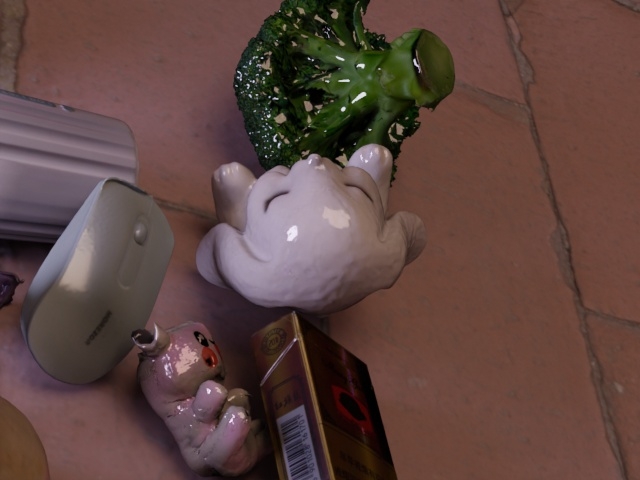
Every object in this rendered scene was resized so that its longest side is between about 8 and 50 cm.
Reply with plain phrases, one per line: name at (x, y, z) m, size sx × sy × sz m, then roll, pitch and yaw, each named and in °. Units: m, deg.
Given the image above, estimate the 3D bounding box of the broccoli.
broccoli at (0.042, -0.192, 2.030) m, size 0.297 × 0.297 × 0.297 m, roll 22°, pitch 61°, yaw -45°

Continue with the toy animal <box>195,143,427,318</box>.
toy animal at (0.000, 0.000, 1.801) m, size 0.271 × 0.206 × 0.265 m, roll -6°, pitch 8°, yaw -9°

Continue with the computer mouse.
computer mouse at (-0.226, 0.045, 1.682) m, size 0.128 × 0.079 × 0.231 m, roll 44°, pitch 63°, yaw -37°

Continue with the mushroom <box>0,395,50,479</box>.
mushroom at (-0.308, 0.194, 1.468) m, size 0.162 × 0.173 × 0.236 m, roll 4°, pitch 48°, yaw -36°

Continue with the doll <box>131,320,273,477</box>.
doll at (-0.128, 0.163, 1.682) m, size 0.192 × 0.095 × 0.149 m, roll 56°, pitch 5°, yaw 16°

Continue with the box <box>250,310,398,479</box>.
box at (0.012, 0.212, 1.709) m, size 0.159 × 0.071 × 0.240 m, roll 37°, pitch 29°, yaw -43°

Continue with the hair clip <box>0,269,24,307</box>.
hair clip at (-0.358, 0.051, 1.570) m, size 0.090 × 0.137 × 0.278 m, roll 28°, pitch -1°, yaw -5°

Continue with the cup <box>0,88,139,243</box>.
cup at (-0.323, -0.098, 1.764) m, size 0.202 × 0.167 × 0.221 m, roll 10°, pitch 49°, yaw -32°
